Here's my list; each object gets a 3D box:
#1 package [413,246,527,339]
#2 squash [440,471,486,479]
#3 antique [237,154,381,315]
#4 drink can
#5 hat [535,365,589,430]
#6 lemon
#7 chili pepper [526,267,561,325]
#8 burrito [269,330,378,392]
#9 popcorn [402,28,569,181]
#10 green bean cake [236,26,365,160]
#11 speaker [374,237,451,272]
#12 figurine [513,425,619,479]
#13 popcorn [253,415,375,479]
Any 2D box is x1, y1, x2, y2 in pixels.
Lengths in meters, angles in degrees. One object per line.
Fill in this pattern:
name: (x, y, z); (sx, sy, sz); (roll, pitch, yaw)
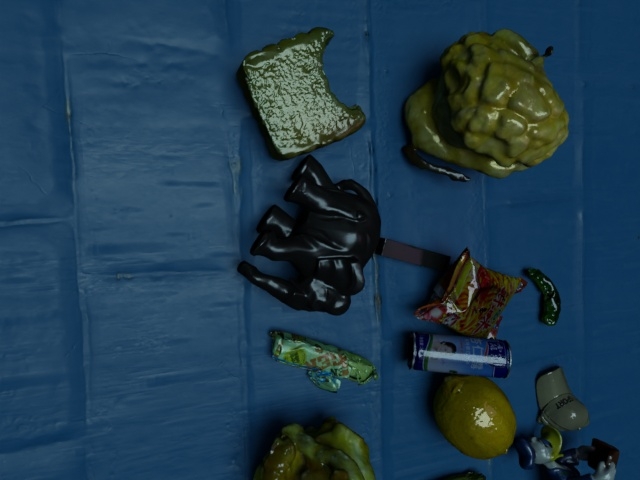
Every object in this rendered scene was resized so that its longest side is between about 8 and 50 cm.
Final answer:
package: (0.382, 0.143, 1.288); (0.288, 0.108, 0.223); (28, 98, -34)
squash: (0.295, 0.674, 1.304); (0.341, 0.094, 0.094); (-11, 97, -19)
antique: (0.000, 0.000, 1.110); (0.255, 0.185, 0.322); (38, 77, -16)
drink can: (0.335, 0.280, 1.251); (0.235, 0.097, 0.097); (5, 91, 2)
hat: (0.678, 0.446, 1.429); (0.147, 0.085, 0.175); (-21, 101, -16)
lemon: (0.382, 0.433, 1.268); (0.188, 0.188, 0.257); (-39, 97, -14)
chili pepper: (0.623, 0.148, 1.412); (0.073, 0.050, 0.182); (-26, 99, -10)
burrito: (0.003, 0.293, 1.195); (0.288, 0.054, 0.104); (21, 86, -20)
popcorn: (0.365, -0.288, 1.173); (0.381, 0.349, 0.349); (-34, 107, 25)
green bean cake: (-0.042, -0.311, 1.107); (0.233, 0.124, 0.236); (-26, 101, -16)
speaker: (0.231, 0.038, 1.269); (0.191, 0.040, 0.046); (14, 89, -20)
figurine: (0.663, 0.635, 1.374); (0.338, 0.204, 0.283); (40, 112, -8)
popcorn: (0.010, 0.558, 1.096); (0.325, 0.290, 0.321); (22, 103, 3)
